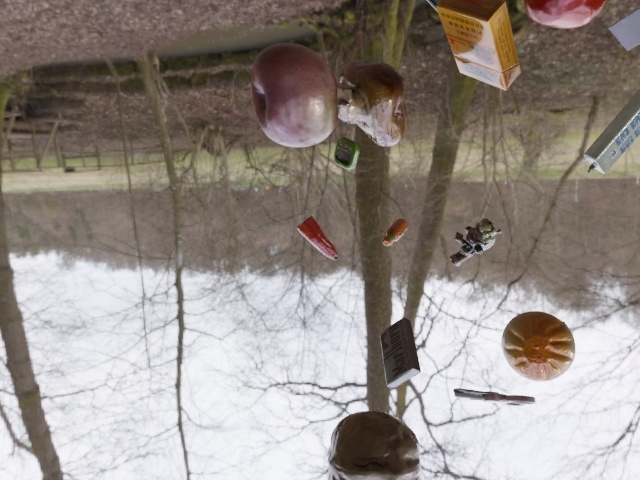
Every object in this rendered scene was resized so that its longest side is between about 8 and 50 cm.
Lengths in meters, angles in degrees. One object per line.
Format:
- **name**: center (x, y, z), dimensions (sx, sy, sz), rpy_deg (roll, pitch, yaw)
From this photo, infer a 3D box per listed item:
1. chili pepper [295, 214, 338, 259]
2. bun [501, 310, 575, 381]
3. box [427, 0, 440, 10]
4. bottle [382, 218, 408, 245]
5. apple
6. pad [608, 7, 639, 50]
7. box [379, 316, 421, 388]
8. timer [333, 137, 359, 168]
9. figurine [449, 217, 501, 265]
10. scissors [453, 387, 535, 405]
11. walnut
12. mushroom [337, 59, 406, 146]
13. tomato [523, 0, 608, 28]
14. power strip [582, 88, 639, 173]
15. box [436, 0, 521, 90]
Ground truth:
- **chili pepper**: center (0.000, 0.000, 1.621), dimensions (0.065, 0.169, 0.088), rpy_deg (-40, -178, 30)
- **bun**: center (0.918, 0.446, 2.080), dimensions (0.298, 0.299, 0.164), rpy_deg (2, 178, 25)
- **box**: center (0.389, -0.766, 1.421), dimensions (0.243, 0.163, 0.135), rpy_deg (37, 178, -21)
- **bottle**: center (0.324, -0.031, 2.176), dimensions (0.069, 0.069, 0.187), rpy_deg (3, -152, 33)
- **apple**: center (-0.073, -0.432, 1.466), dimensions (0.235, 0.306, 0.305), rpy_deg (-16, -168, -17)
- **pad**: center (0.903, -0.600, 1.280), dimensions (0.170, 0.006, 0.245), rpy_deg (9, 151, -41)
- **box**: center (0.226, 0.324, 1.421), dimensions (0.036, 0.115, 0.178), rpy_deg (28, -145, -25)
- **timer**: center (0.120, -0.394, 2.228), dimensions (0.047, 0.128, 0.140), rpy_deg (-4, -152, -37)
- **figurine**: center (0.520, 0.005, 1.686), dimensions (0.197, 0.093, 0.147), rpy_deg (-38, -152, 23)
- **scissors**: center (0.516, 0.472, 1.482), dimensions (0.242, 0.031, 0.118), rpy_deg (8, 156, -6)
- **walnut**: center (0.128, 0.551, 1.222), dimensions (0.248, 0.248, 0.248), rpy_deg (-2, -172, 0)
- **mushroom**: center (0.155, -0.479, 1.717), dimensions (0.259, 0.345, 0.345), rpy_deg (-29, -169, -4)
- **tomato**: center (0.697, -0.706, 1.350), dimensions (0.259, 0.180, 0.260), rpy_deg (-8, 145, -6)
- **power strip**: center (0.820, -0.325, 1.270), dimensions (0.106, 0.367, 0.043), rpy_deg (21, -159, -44)
- **box**: center (0.441, -0.550, 1.355), dimensions (0.174, 0.076, 0.274), rpy_deg (42, -179, 37)
